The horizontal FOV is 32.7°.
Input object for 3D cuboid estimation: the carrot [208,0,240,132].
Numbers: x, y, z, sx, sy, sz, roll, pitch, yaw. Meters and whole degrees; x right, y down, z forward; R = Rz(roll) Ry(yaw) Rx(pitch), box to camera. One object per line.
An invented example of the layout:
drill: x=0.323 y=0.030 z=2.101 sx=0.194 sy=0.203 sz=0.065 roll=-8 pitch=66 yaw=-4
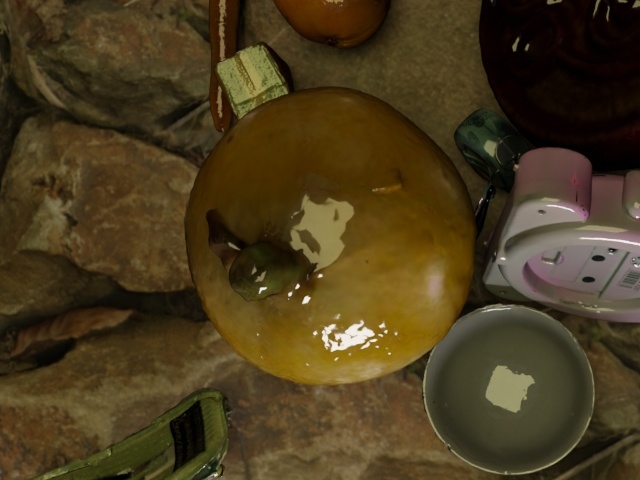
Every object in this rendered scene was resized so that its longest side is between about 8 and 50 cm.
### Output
carrot: x=-0.122 y=-0.259 z=1.373 sx=0.043 sy=0.043 sz=0.247 roll=1 pitch=87 yaw=14

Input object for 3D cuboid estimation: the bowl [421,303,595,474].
bowl: x=0.213 y=0.167 z=1.235 sx=0.189 sy=0.086 sz=0.189 roll=-1 pitch=84 yaw=13

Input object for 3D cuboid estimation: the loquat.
loquat: x=0.000 y=0.000 z=1.165 sx=0.329 sy=0.359 sz=0.328 roll=4 pitch=101 yaw=21

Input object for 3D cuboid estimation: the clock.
clock: x=0.307 y=0.010 z=1.157 sx=0.248 sy=0.227 sz=0.090 roll=12 pitch=61 yaw=2

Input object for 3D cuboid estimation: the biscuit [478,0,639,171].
biscuit: x=0.321 y=-0.273 z=1.128 sx=0.407 sy=0.091 sz=0.407 roll=-20 pitch=64 yaw=48

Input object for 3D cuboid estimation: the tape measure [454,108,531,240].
tape measure: x=0.167 y=-0.059 z=1.257 sx=0.107 sy=0.104 sz=0.179 roll=44 pitch=101 yaw=28

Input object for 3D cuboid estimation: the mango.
mango: x=0.002 y=-0.332 z=1.319 sx=0.145 sy=0.112 sz=0.219 roll=-30 pitch=68 yaw=10

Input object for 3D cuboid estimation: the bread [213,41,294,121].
bread: x=-0.066 y=-0.176 z=1.305 sx=0.074 sy=0.139 sz=0.084 roll=-26 pitch=84 yaw=7

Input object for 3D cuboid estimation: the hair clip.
hair clip: x=-0.235 y=0.303 z=1.331 sx=0.321 sy=0.138 sz=0.091 roll=-27 pitch=124 yaw=10
